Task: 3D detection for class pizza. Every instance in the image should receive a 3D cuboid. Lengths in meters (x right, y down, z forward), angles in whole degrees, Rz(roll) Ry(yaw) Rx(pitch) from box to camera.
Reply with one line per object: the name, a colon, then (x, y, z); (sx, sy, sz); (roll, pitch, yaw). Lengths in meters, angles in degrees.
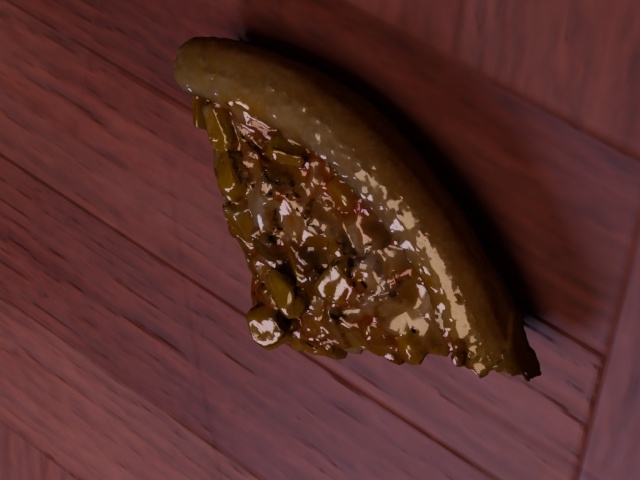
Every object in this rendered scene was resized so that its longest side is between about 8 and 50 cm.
pizza: (0.000, 0.000, 0.713); (0.178, 0.041, 0.131); (53, 142, 6)
